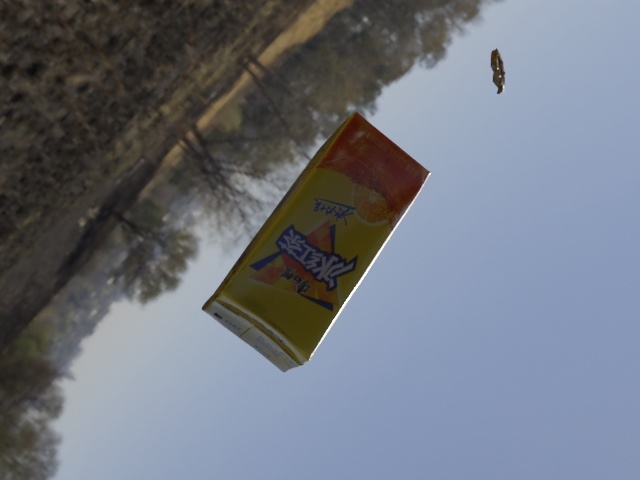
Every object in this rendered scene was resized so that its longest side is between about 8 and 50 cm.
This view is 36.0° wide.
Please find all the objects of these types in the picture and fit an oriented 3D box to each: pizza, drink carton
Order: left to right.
[{"bbox_3d":[0.000,0.000,1.392,0.351,0.154,0.111,-55,-173,-28],"label":"drink carton"},{"bbox_3d":[0.315,-0.299,1.746,0.016,0.083,0.037,5,-155,38],"label":"pizza"}]
